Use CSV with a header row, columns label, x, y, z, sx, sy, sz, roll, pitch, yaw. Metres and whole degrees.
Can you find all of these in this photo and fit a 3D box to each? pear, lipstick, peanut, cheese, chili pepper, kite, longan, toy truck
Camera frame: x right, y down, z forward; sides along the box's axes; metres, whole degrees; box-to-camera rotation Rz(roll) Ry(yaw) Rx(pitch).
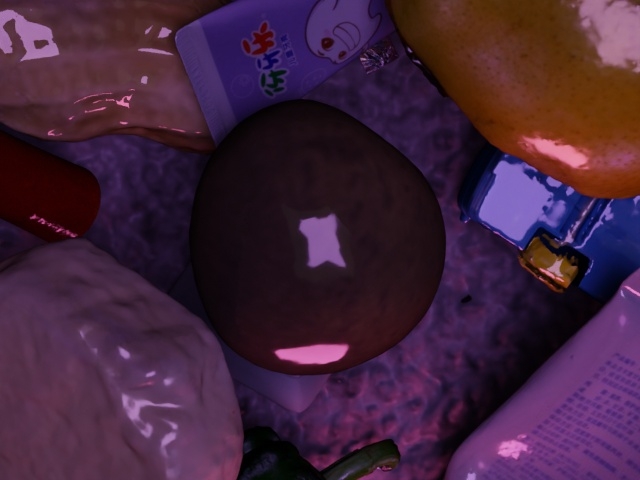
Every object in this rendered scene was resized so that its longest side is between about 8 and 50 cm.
label,x,y,z,sx,sy,sz,roll,pitch,yaw
pear,0.267,-0.223,1.563,0.387,0.191,0.340,15,66,-27
lipstick,-0.291,-0.063,1.570,0.080,0.080,0.241,-57,143,4
peanut,-0.186,-0.168,1.592,0.340,0.158,0.174,2,90,-16
cheese,-0.223,0.157,1.594,0.115,0.326,0.318,-35,110,-51
chili pepper,-0.037,0.255,1.720,0.261,0.174,0.165,-43,99,-17
kite,0.041,-0.191,1.720,0.078,0.002,0.044,40,91,-19
longan,0.000,0.000,1.559,0.215,0.246,0.246,21,98,15
toy truck,0.309,0.012,1.746,0.385,0.162,0.161,32,93,-16

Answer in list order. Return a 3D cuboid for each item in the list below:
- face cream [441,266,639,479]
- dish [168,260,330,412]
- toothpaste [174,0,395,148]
label,x,y,z,sx,sy,sz,roll,pitch,yaw
face cream,0.256,0.218,1.727,0.235,0.137,0.420,35,120,-14
dish,-0.020,0.036,1.718,0.182,0.080,0.243,31,95,-18
toothpaste,0.030,-0.218,1.617,0.371,0.080,0.125,-34,124,-23
